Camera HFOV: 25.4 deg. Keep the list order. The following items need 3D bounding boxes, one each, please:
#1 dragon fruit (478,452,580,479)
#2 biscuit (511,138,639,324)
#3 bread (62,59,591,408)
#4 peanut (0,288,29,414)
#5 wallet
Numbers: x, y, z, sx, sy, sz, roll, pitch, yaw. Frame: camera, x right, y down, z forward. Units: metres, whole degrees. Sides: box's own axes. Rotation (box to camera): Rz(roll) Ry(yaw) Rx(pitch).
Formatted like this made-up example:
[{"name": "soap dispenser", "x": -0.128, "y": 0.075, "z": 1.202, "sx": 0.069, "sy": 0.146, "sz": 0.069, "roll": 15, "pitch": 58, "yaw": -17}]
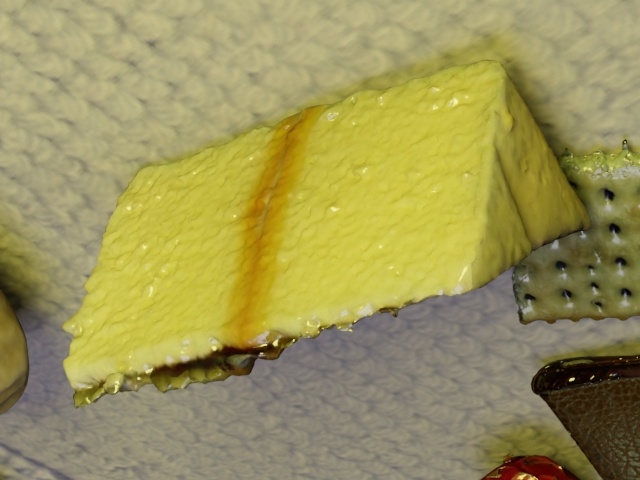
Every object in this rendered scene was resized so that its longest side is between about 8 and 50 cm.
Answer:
[{"name": "dragon fruit", "x": 0.163, "y": 0.205, "z": 0.991, "sx": 0.094, "sy": 0.094, "sz": 0.190, "roll": -17, "pitch": 149, "yaw": 30}, {"name": "biscuit", "x": 0.200, "y": -0.004, "z": 0.780, "sx": 0.203, "sy": 0.016, "sz": 0.144, "roll": -3, "pitch": 138, "yaw": 17}, {"name": "bread", "x": 0.000, "y": 0.000, "z": 0.759, "sx": 0.266, "sy": 0.142, "sz": 0.178, "roll": -13, "pitch": 171, "yaw": 31}, {"name": "peanut", "x": -0.300, "y": 0.051, "z": 0.903, "sx": 0.233, "sy": 0.110, "sz": 0.197, "roll": -17, "pitch": 132, "yaw": 28}, {"name": "wallet", "x": 0.249, "y": 0.148, "z": 0.932, "sx": 0.133, "sy": 0.039, "sz": 0.243, "roll": -10, "pitch": 136, "yaw": 34}]
